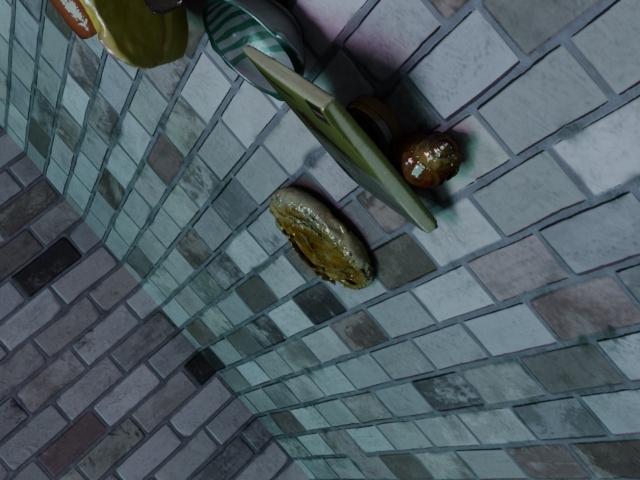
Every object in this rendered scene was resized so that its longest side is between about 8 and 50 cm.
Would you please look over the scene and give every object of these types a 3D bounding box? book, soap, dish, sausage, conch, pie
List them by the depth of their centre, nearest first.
[{"bbox_3d":[0.146,-0.119,1.480,0.232,0.080,0.086,1,121,61],"label":"conch"},{"bbox_3d":[0.033,-0.151,1.519,0.239,0.035,0.352,41,178,44],"label":"book"},{"bbox_3d":[-0.098,-0.336,1.553,0.224,0.078,0.246,16,149,50],"label":"dish"},{"bbox_3d":[-0.306,-0.425,1.581,0.306,0.115,0.427,57,-171,-18],"label":"soap"},{"bbox_3d":[-0.514,-0.533,1.962,0.113,0.113,0.259,15,142,52],"label":"sausage"},{"bbox_3d":[0.000,0.000,1.966,0.274,0.055,0.274,38,160,16],"label":"pie"}]

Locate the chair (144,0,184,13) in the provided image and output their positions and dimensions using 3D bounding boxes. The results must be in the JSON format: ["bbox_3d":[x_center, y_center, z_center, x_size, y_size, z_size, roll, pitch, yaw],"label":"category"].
[{"bbox_3d":[-0.186,-0.436,1.408,0.174,0.213,0.149,17,148,49],"label":"chair"}]

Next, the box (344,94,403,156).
[{"bbox_3d":[0.082,-0.179,1.553,0.105,0.037,0.105,39,156,22],"label":"box"}]
